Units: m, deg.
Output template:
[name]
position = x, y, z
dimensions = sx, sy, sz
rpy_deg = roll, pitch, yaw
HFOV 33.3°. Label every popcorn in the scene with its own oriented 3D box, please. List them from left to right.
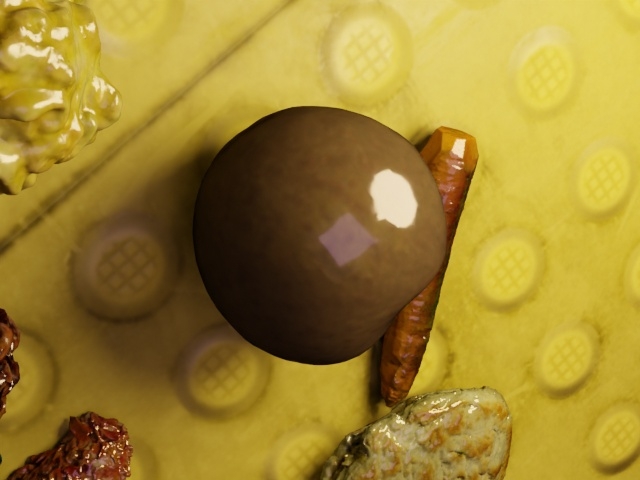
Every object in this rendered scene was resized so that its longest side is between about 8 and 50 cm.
[popcorn]
position = -0.273, -0.148, 0.831
dimensions = 0.235, 0.216, 0.181
rpy_deg = 2, 131, -34

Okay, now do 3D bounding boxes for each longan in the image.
[longan]
position = 0.000, 0.000, 0.992
dimensions = 0.248, 0.248, 0.248
rpy_deg = -8, 109, -25

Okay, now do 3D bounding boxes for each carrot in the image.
[carrot]
position = 0.105, 0.034, 1.152
dimensions = 0.066, 0.066, 0.314
rpy_deg = 4, 107, -28

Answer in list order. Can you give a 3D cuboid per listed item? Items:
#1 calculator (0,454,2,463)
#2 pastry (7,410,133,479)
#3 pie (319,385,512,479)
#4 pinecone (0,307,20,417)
[calculator]
position = -0.437, 0.147, 0.910
dimensions = 0.248, 0.058, 0.274
rpy_deg = -35, 118, -12
[pastry]
position = -0.247, 0.245, 1.033
dimensions = 0.169, 0.063, 0.087
rpy_deg = -45, 117, -7
[pie]
position = 0.110, 0.250, 1.196
dimensions = 0.248, 0.090, 0.201
rpy_deg = -20, 120, -20
[pinecone]
position = -0.334, 0.099, 0.801
dimensions = 0.222, 0.221, 0.221
rpy_deg = -8, 109, -25
